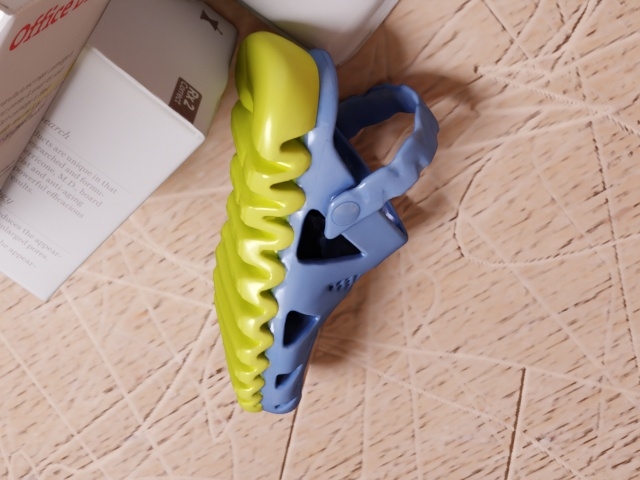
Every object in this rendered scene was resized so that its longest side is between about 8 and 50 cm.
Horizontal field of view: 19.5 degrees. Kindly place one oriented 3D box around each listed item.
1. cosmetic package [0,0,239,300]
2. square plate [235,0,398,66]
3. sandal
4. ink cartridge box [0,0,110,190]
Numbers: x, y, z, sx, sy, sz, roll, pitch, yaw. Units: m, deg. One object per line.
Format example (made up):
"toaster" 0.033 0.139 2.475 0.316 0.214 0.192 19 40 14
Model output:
"cosmetic package" -0.174 -0.093 1.239 0.151 0.151 0.184 37 120 -17
"square plate" -0.031 -0.305 1.137 0.347 0.049 0.344 33 122 -15
"sandal" 0.000 0.000 1.307 0.138 0.126 0.317 -2 133 -15
"ink cartridge box" -0.263 -0.108 1.046 0.197 0.198 0.270 36 119 1
